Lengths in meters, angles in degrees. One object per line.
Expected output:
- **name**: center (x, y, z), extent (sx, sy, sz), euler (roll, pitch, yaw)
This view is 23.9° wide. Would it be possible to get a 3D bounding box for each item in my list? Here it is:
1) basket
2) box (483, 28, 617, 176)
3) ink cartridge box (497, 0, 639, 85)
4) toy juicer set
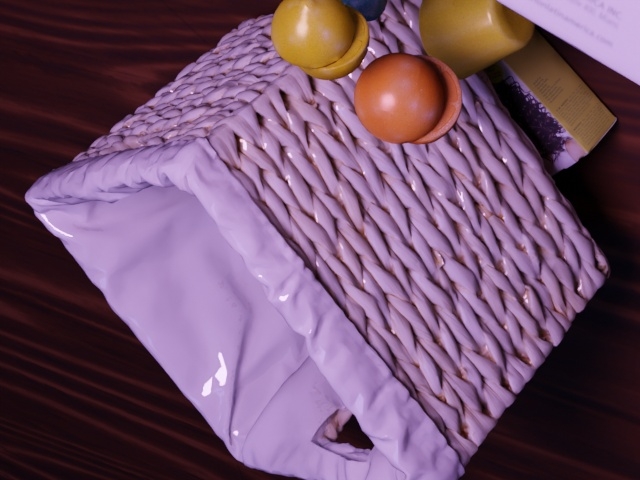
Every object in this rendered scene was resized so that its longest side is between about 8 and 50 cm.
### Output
- **basket**: center (0.000, 0.000, 1.218), extent (0.331, 0.266, 0.328), euler (54, 155, -16)
- **box**: center (0.123, -0.150, 1.198), extent (0.232, 0.058, 0.087), euler (47, 142, -2)
- **ink cartridge box**: center (0.221, -0.278, 0.818), extent (0.308, 0.091, 0.385), euler (35, 121, 21)
- **toy juicer set**: center (0.001, -0.202, 0.990), extent (0.089, 0.209, 0.329), euler (-13, 123, 44)
